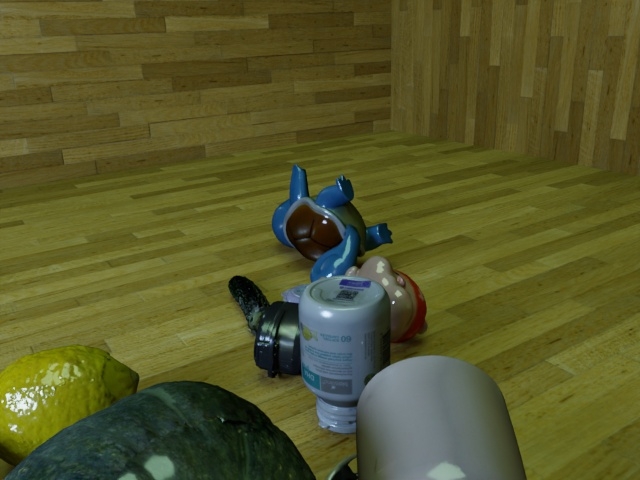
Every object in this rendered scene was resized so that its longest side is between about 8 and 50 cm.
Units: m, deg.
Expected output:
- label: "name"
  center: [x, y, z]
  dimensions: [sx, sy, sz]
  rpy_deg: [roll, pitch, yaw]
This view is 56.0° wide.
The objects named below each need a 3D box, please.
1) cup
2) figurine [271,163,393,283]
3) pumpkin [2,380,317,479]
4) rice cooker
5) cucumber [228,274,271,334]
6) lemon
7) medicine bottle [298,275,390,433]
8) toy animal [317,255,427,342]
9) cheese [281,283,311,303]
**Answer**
- label: "cup"
  center: [0.108, 0.280, 0.689]
  dimensions: [0.253, 0.191, 0.200]
  rpy_deg: [-28, 18, 15]
- label: "figurine"
  center: [0.028, -0.028, 1.508]
  dimensions: [0.298, 0.243, 0.416]
  rpy_deg: [37, 4, -29]
- label: "pumpkin"
  center: [-0.144, 0.289, 0.526]
  dimensions: [0.327, 0.291, 0.257]
  rpy_deg: [-36, 11, -40]
- label: "rice cooker"
  center: [-0.057, 0.173, 1.067]
  dimensions: [0.106, 0.112, 0.165]
  rpy_deg: [6, 21, 3]
- label: "cucumber"
  center: [-0.148, 0.125, 1.281]
  dimensions: [0.067, 0.067, 0.245]
  rpy_deg: [-8, 19, -16]
- label: "lemon"
  center: [-0.360, 0.233, 0.838]
  dimensions: [0.193, 0.181, 0.180]
  rpy_deg: [11, 10, -36]
- label: "medicine bottle"
  center: [0.037, 0.173, 0.901]
  dimensions: [0.135, 0.215, 0.135]
  rpy_deg: [-1, 20, 1]
- label: "toy animal"
  center: [0.100, 0.125, 1.130]
  dimensions: [0.197, 0.171, 0.171]
  rpy_deg: [-13, 22, -19]
- label: "cheese"
  center: [-0.004, 0.133, 1.273]
  dimensions: [0.191, 0.042, 0.105]
  rpy_deg: [18, 29, 38]
